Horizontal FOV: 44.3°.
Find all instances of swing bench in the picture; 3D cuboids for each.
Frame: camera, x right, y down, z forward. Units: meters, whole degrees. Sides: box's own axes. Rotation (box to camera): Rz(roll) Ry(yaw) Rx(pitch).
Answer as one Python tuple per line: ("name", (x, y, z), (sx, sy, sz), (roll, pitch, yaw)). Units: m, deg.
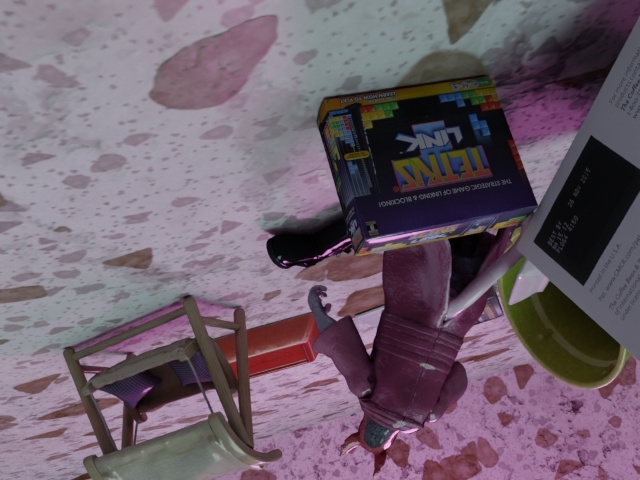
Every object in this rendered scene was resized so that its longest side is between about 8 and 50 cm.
("swing bench", (-0.228, 0.254, 1.204), (0.253, 0.254, 0.165), (-24, 159, 21))

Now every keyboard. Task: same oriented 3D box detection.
("keyboard", (0.140, 0.165, 1.625), (0.072, 0.014, 0.256), (-16, 161, 15))

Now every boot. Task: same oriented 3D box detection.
("boot", (0.000, 0.000, 1.000), (0.099, 0.045, 0.121), (-25, 163, 25))

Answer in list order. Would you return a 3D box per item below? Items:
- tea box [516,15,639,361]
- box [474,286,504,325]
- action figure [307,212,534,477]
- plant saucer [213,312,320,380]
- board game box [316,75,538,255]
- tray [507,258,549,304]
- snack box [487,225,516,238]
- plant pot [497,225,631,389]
("tea box", (0.410, -0.066, 0.685), (0.323, 0.220, 0.329), (-4, 128, -35))
("box", (0.261, 0.135, 1.565), (0.183, 0.056, 0.231), (-21, 161, 12))
("action figure", (0.132, 0.114, 0.934), (0.248, 0.370, 0.276), (19, 180, -20))
("plant saucer", (-0.120, 0.222, 1.522), (0.258, 0.047, 0.259), (-15, 160, -2))
("board game box", (0.096, -0.071, 0.726), (0.170, 0.141, 0.048), (-11, 161, -15))
("tray", (0.287, -0.050, 0.853), (0.270, 0.030, 0.145), (-56, 164, -9))
("snack box", (0.262, -0.013, 1.201), (0.064, 0.022, 0.178), (-15, 161, 1))
("plant pot", (0.474, 0.063, 1.276), (0.254, 0.276, 0.276), (-21, 164, -22))
